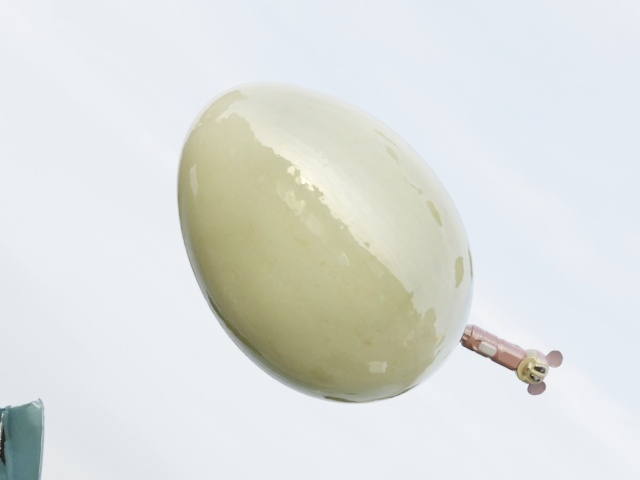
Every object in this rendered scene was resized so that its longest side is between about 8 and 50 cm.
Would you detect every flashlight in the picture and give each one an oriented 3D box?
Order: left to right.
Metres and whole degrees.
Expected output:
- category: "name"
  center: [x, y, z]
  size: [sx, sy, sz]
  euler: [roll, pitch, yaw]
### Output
- category: "flashlight"
  center: [0.175, 0.108, 1.551]
  size: [0.110, 0.052, 0.031]
  euler: [26, 15, -15]

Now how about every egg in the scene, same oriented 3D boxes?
- category: "egg"
  center: [0.000, 0.000, 1.171]
  size: [0.254, 0.188, 0.188]
  euler: [51, -19, -12]

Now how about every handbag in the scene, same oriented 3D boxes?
- category: "handbag"
  center: [-0.288, 0.259, 1.468]
  size: [0.057, 0.221, 0.144]
  euler: [6, -26, -18]
